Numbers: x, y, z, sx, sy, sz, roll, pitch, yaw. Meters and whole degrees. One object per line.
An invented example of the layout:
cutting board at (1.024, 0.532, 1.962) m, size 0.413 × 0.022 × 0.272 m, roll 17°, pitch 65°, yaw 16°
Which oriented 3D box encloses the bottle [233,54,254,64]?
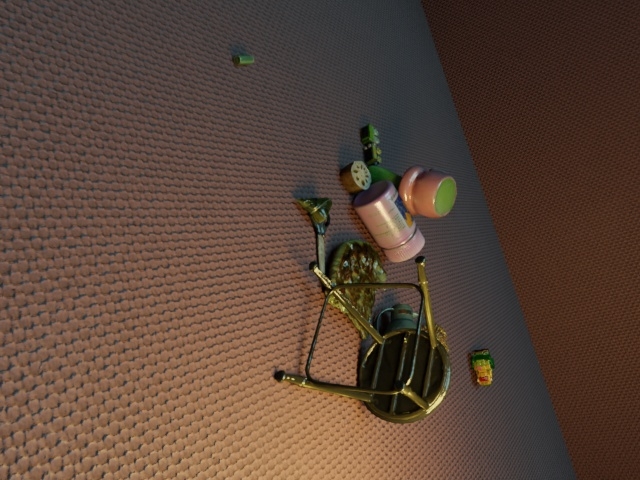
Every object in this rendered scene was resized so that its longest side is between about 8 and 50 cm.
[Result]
bottle at (-0.244, -0.578, 1.624) m, size 0.083 × 0.030 × 0.030 m, roll -36°, pitch 103°, yaw -58°

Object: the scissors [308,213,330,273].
scissors at (0.000, 0.000, 1.684) m, size 0.109 × 0.022 × 0.300 m, roll 24°, pitch 54°, yaw -45°

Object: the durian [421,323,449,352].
durian at (0.444, 0.407, 2.038) m, size 0.168 × 0.137 × 0.158 m, roll 33°, pitch 26°, yaw -26°

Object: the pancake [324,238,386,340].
pancake at (0.130, 0.140, 1.785) m, size 0.305 × 0.066 × 0.427 m, roll 64°, pitch 30°, yaw -23°

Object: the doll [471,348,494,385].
doll at (0.793, 0.616, 2.469) m, size 0.134 × 0.106 × 0.187 m, roll 48°, pitch 37°, yaw -48°

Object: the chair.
chair at (0.169, 0.311, 1.455) m, size 0.410 × 0.361 × 0.365 m, roll 50°, pitch 46°, yaw -44°

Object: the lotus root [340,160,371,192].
lotus root at (0.133, -0.242, 1.965) m, size 0.122 × 0.081 × 0.112 m, roll 58°, pitch 35°, yaw -20°

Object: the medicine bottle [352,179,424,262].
medicine bottle at (0.269, -0.073, 1.985) m, size 0.291 × 0.178 × 0.178 m, roll 54°, pitch 35°, yaw -22°

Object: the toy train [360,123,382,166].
toy train at (0.220, -0.415, 2.217) m, size 0.081 × 0.060 × 0.202 m, roll 22°, pitch 55°, yaw -42°

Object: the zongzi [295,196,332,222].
zongzi at (-0.018, -0.128, 1.673) m, size 0.119 × 0.055 × 0.109 m, roll 39°, pitch 39°, yaw -12°

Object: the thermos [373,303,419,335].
thermos at (0.279, 0.364, 1.809) m, size 0.182 × 0.145 × 0.287 m, roll 12°, pitch 54°, yaw -15°

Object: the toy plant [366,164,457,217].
toy plant at (0.387, -0.203, 2.125) m, size 0.317 × 0.356 × 0.211 m, roll 17°, pitch 85°, yaw -49°
